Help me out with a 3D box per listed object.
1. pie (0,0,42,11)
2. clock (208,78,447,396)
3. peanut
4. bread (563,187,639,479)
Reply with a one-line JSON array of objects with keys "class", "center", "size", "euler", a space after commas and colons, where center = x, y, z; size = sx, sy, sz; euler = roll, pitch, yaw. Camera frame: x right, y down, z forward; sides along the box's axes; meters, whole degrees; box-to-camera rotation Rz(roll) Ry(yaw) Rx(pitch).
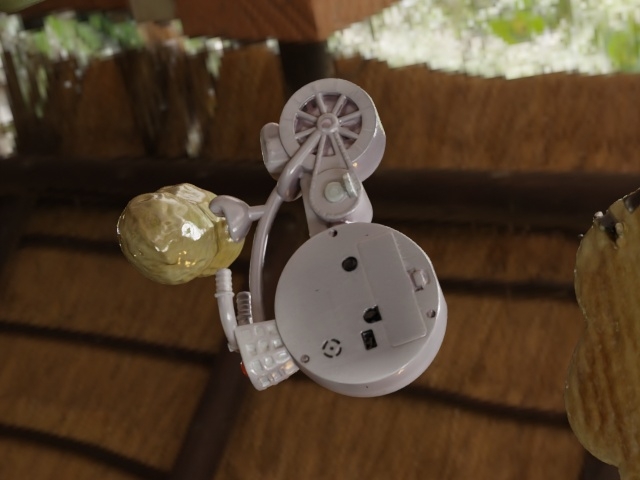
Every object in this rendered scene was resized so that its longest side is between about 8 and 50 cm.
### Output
[{"class": "pie", "center": [-0.039, -0.171, 0.229], "size": [0.418, 0.180, 0.395], "euler": [-26, 171, -20]}, {"class": "clock", "center": [0.000, 0.000, 0.558], "size": [0.087, 0.129, 0.041], "euler": [-13, 161, 8]}, {"class": "peanut", "center": [-0.169, -0.013, 1.708], "size": [0.111, 0.125, 0.274], "euler": [-31, 175, 9]}, {"class": "bread", "center": [0.258, 0.050, 0.815], "size": [0.054, 0.316, 0.316], "euler": [10, -171, -32]}]
